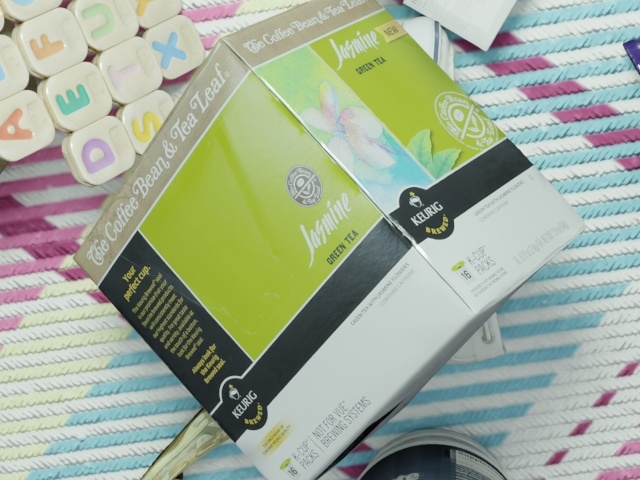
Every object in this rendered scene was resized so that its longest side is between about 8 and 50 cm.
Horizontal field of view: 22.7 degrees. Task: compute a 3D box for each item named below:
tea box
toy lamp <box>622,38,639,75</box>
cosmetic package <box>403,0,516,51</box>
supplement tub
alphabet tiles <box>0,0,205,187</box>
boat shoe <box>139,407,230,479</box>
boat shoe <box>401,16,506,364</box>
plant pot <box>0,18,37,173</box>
[{"bbox_3d":[0.000,0.000,1.477,0.323,0.220,0.329,48,131,8],"label":"tea box"},{"bbox_3d":[0.435,-0.230,1.564,0.274,0.080,0.080,-30,100,13],"label":"toy lamp"},{"bbox_3d":[0.182,-0.315,1.567,0.099,0.060,0.239,30,104,-6],"label":"cosmetic package"},{"bbox_3d":[0.115,0.315,1.615,0.191,0.272,0.191,1,103,4],"label":"supplement tub"},{"bbox_3d":[-0.234,-0.203,1.539,0.021,0.278,0.284,-11,107,48],"label":"alphabet tiles"},{"bbox_3d":[-0.149,0.241,1.729,0.048,0.056,0.153,41,95,-2],"label":"boat shoe"},{"bbox_3d":[0.154,-0.044,1.598,0.156,0.136,0.367,-2,106,5],"label":"boat shoe"},{"bbox_3d":[-0.391,-0.148,1.564,0.191,0.284,0.284,-25,103,-24],"label":"plant pot"}]
